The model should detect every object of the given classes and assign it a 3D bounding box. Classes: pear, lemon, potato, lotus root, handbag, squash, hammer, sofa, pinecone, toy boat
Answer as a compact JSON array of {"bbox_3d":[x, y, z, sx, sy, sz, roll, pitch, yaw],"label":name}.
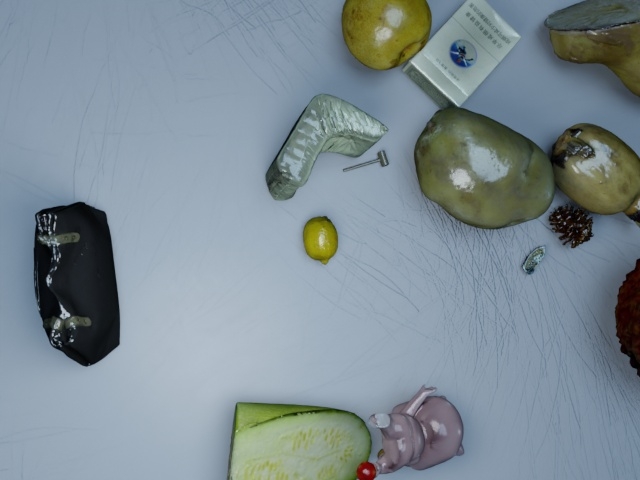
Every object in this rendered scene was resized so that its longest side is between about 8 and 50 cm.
[{"bbox_3d":[0.147,-0.502,1.708,0.209,0.209,0.208,1,83,-11],"label":"pear"},{"bbox_3d":[0.000,0.000,1.678,0.082,0.082,0.110,-3,85,-12],"label":"lemon"},{"bbox_3d":[0.365,-0.155,1.699,0.326,0.221,0.243,21,91,-9],"label":"potato"},{"bbox_3d":[0.688,-0.149,1.792,0.310,0.183,0.182,38,78,-7],"label":"lotus root"},{"bbox_3d":[0.785,-0.450,1.821,0.397,0.290,0.296,-19,116,6],"label":"potato"},{"bbox_3d":[-0.492,0.081,1.465,0.152,0.288,0.342,-9,85,-7],"label":"handbag"},{"bbox_3d":[-0.036,0.459,1.558,0.309,0.210,0.233,7,96,-6],"label":"squash"},{"bbox_3d":[0.105,-0.180,1.755,0.110,0.019,0.035,-17,87,-7],"label":"hammer"},{"bbox_3d":[0.003,-0.182,1.639,0.176,0.210,0.225,31,76,-8],"label":"sofa"},{"bbox_3d":[0.608,-0.038,1.806,0.102,0.102,0.109,-30,63,-13],"label":"pinecone"},{"bbox_3d":[0.519,0.045,1.802,0.038,0.038,0.083,38,79,-5],"label":"toy boat"}]

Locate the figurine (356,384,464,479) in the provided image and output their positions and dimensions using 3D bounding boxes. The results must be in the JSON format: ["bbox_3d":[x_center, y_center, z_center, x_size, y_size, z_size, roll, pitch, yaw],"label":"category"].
[{"bbox_3d":[0.185,0.419,1.617,0.287,0.186,0.176,-6,74,-46],"label":"figurine"}]

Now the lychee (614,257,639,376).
[{"bbox_3d":[0.877,0.193,1.680,0.425,0.500,0.424,8,48,-9],"label":"lychee"}]

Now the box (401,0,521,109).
[{"bbox_3d":[0.343,-0.451,1.805,0.164,0.069,0.256,43,77,-4],"label":"box"}]
